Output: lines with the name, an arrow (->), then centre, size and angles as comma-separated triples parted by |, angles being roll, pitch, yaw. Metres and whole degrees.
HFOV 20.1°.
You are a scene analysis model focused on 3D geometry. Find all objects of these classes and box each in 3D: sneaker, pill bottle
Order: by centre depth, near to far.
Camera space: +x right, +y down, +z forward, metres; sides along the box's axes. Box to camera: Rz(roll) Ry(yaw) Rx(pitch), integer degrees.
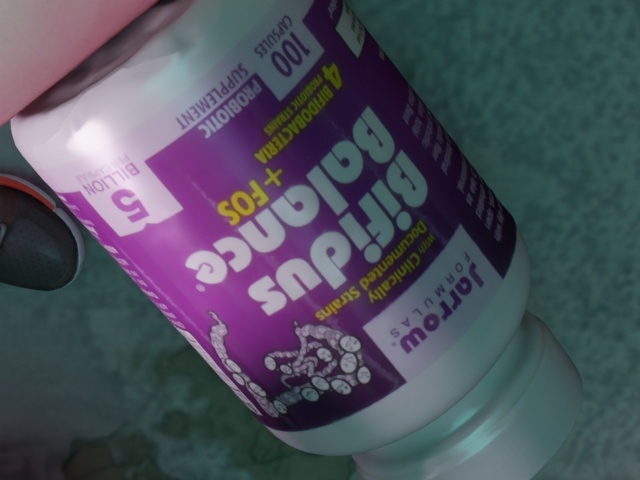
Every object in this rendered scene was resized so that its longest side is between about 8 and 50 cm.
pill bottle -> 0.000, 0.000, 0.910 | 0.169, 0.169, 0.301 | -38, 111, 6
sneaker -> -0.196, -0.009, 0.924 | 0.158, 0.065, 0.061 | 27, 114, -15

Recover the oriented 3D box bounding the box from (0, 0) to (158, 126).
box -> -0.149, -0.160, 0.848 | 0.232, 0.127, 0.148 | -38, 111, 6
